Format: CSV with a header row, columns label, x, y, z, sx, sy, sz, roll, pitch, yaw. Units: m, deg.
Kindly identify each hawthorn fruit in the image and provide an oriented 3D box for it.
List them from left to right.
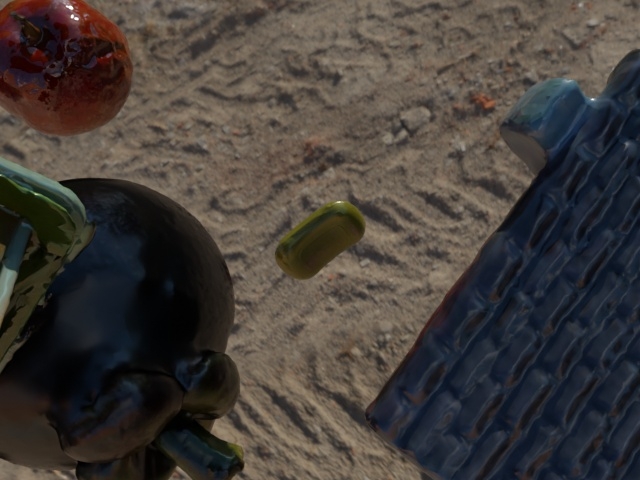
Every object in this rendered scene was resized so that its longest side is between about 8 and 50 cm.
label,x,y,z,sx,sy,sz,roll,pitch,yaw
hawthorn fruit,-0.441,-0.303,1.190,0.242,0.271,0.241,-2,75,7

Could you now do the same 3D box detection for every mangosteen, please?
label,x,y,z,sx,sy,sz,roll,pitch,yaw
mangosteen,-0.220,0.090,0.691,0.297,0.297,0.313,-31,30,2

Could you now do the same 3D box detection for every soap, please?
label,x,y,z,sx,sy,sz,roll,pitch,yaw
soap,-0.001,-0.001,1.051,0.140,0.089,0.045,-38,45,4

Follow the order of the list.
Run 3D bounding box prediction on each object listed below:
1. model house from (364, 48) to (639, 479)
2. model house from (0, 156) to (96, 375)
label,x,y,z,sx,sy,sz,roll,pitch,yaw
model house,0.191,0.082,0.545,0.360,0.339,0.297,-52,24,-4
model house,-0.302,0.133,0.313,0.358,0.243,0.312,-43,29,36
